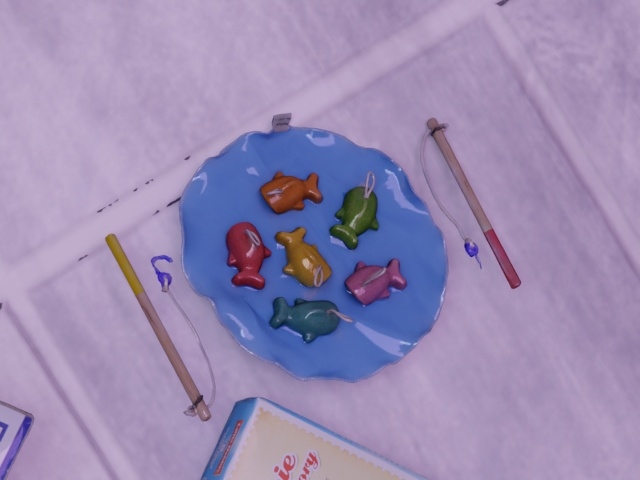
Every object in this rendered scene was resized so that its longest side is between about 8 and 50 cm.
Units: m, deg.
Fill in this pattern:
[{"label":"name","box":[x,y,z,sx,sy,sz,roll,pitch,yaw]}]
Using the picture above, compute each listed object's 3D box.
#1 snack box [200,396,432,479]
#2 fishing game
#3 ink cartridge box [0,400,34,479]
[{"label":"snack box","box":[-0.030,0.281,1.006,0.187,0.060,0.321,28,73,-12]},{"label":"fishing game","box":[0.000,0.000,1.051,0.264,0.041,0.189,-17,71,-25]},{"label":"ink cartridge box","box":[-0.371,0.175,0.868,0.330,0.071,0.324,25,73,-1]}]
